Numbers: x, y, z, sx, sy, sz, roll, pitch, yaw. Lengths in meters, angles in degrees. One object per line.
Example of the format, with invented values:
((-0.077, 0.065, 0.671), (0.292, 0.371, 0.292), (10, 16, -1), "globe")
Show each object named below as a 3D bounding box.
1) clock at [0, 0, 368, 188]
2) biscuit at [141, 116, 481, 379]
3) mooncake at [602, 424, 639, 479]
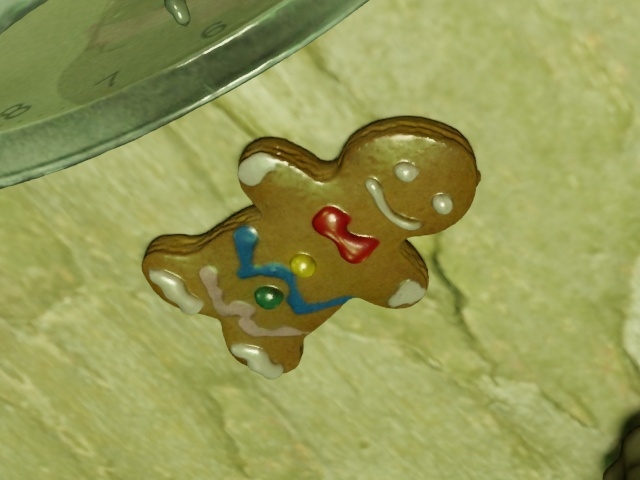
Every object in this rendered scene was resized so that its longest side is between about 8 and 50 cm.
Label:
((-0.064, -0.103, 0.525), (0.281, 0.281, 0.055), (-31, 86, 27), "clock")
((0.000, 0.000, 0.746), (0.205, 0.031, 0.138), (-33, 118, 26), "biscuit")
((0.283, 0.181, 0.799), (0.228, 0.124, 0.228), (6, 131, 7), "mooncake")
